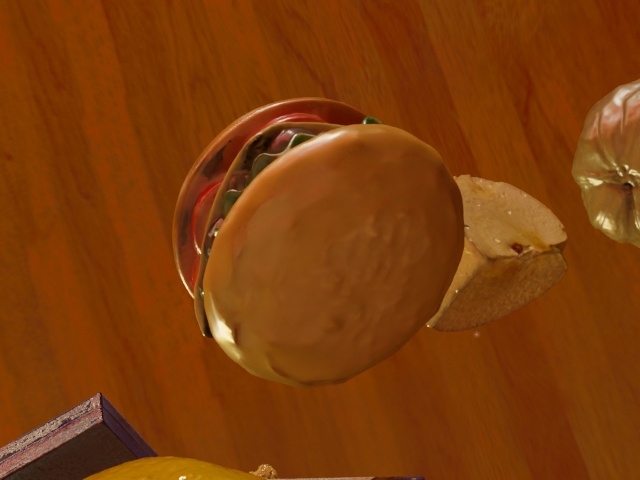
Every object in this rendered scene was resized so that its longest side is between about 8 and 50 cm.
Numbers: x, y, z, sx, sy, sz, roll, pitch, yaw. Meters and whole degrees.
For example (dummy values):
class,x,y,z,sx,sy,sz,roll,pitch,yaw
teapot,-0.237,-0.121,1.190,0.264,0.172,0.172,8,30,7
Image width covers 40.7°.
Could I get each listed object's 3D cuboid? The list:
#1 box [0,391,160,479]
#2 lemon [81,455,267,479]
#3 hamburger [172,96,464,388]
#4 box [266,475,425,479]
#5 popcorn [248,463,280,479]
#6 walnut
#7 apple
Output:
class,x,y,z,sx,sy,sz,roll,pitch,yaw
box,-0.538,0.516,1.940,0.279,0.261,0.116,-30,35,0
lemon,-0.127,0.342,0.746,0.336,0.336,0.336,-1,84,10
hamburger,0.000,0.000,0.476,0.162,0.162,0.115,-47,41,2
box,0.037,0.445,1.303,0.259,0.071,0.168,-5,90,12
popcorn,-0.118,0.489,1.733,0.057,0.083,0.082,48,126,-5
walnut,0.556,-0.121,1.402,0.276,0.253,0.282,-8,68,-35
apple,0.332,0.025,1.708,0.252,0.309,0.314,0,94,47
